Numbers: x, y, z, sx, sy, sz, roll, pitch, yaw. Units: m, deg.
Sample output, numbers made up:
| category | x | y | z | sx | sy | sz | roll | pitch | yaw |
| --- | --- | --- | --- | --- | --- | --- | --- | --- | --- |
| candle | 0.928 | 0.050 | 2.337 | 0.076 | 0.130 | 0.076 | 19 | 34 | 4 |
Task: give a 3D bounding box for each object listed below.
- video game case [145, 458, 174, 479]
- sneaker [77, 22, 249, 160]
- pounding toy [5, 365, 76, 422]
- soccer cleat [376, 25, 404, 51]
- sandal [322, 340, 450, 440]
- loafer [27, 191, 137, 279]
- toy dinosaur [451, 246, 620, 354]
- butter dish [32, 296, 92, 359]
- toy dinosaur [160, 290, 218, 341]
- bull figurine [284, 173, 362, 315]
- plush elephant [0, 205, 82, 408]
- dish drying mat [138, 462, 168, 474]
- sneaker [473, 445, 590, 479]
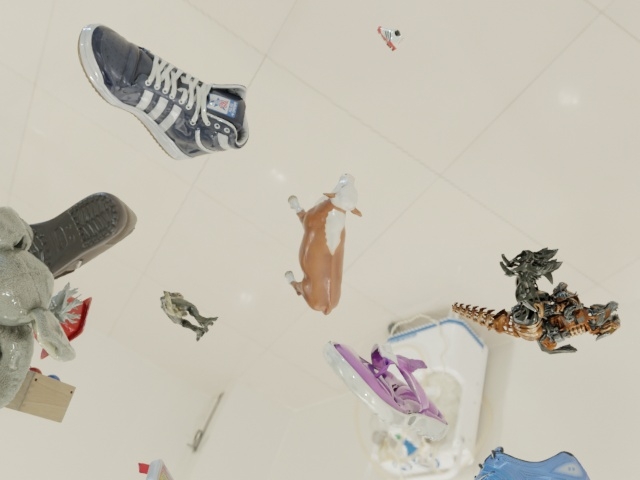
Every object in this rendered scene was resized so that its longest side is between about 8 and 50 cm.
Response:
| category | x | y | z | sx | sy | sz | roll | pitch | yaw |
| --- | --- | --- | --- | --- | --- | --- | --- | --- | --- |
| video game case | -0.174 | 0.364 | 0.745 | 0.019 | 0.143 | 0.157 | -19 | 113 | 5 |
| sneaker | -0.207 | -0.216 | 0.921 | 0.153 | 0.099 | 0.282 | -2 | 155 | 22 |
| pounding toy | -0.557 | 0.264 | 1.186 | 0.141 | 0.100 | 0.130 | 7 | 157 | 26 |
| soccer cleat | 0.136 | -0.398 | 1.231 | 0.036 | 0.083 | 0.029 | -40 | 132 | 17 |
| sandal | 0.126 | 0.228 | 1.052 | 0.169 | 0.102 | 0.416 | 41 | 179 | 34 |
| loafer | -0.535 | 0.019 | 1.338 | 0.366 | 0.130 | 0.133 | -20 | 79 | 16 |
| toy dinosaur | 0.453 | 0.140 | 1.341 | 0.322 | 0.164 | 0.218 | -6 | 100 | -4 |
| butter dish | -0.714 | 0.209 | 1.707 | 0.160 | 0.160 | 0.118 | -32 | 123 | 14 |
| toy dinosaur | -0.273 | 0.146 | 1.273 | 0.118 | 0.064 | 0.268 | 37 | 168 | -8 |
| bull figurine | 0.000 | 0.000 | 1.353 | 0.101 | 0.188 | 0.310 | 0 | 108 | -26 |
| plush elephant | -0.510 | 0.107 | 0.969 | 0.271 | 0.330 | 0.255 | 57 | 144 | 13 |
| dish drying mat | -0.418 | 0.578 | 1.596 | 0.083 | 0.032 | 0.008 | 28 | 108 | -33 |
| sneaker | 0.295 | 0.442 | 1.074 | 0.330 | 0.147 | 0.129 | -19 | 128 | 14 |
